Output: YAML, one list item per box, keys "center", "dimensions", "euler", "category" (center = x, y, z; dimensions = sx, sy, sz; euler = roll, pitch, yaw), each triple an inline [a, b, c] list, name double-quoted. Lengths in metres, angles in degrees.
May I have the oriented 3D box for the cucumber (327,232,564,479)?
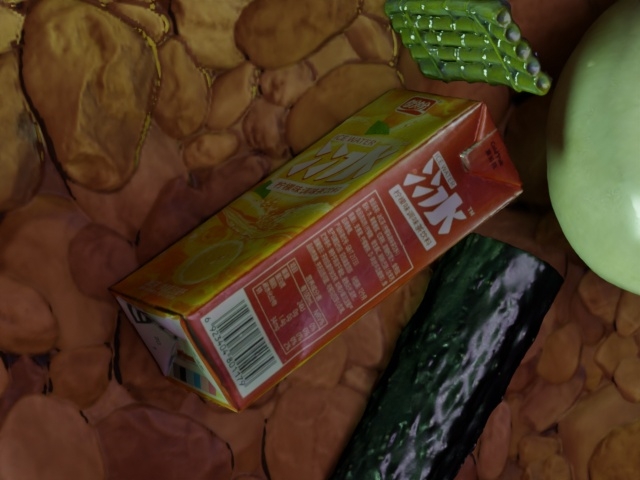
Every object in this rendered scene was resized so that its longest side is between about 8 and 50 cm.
- center: [0.077, 0.103, 1.223]
  dimensions: [0.078, 0.062, 0.211]
  euler: [31, 82, -32]
  category: "cucumber"

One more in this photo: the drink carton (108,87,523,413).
- center: [0.000, 0.000, 1.140]
  dimensions: [0.223, 0.096, 0.071]
  euler: [-37, 115, -21]
  category: "drink carton"

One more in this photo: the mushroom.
- center: [0.255, -0.043, 1.243]
  dimensions: [0.246, 0.202, 0.246]
  euler: [6, 57, -9]
  category: "mushroom"

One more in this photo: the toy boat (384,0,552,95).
- center: [0.085, -0.115, 1.160]
  dimensions: [0.016, 0.115, 0.063]
  euler: [-45, 118, -19]
  category: "toy boat"
